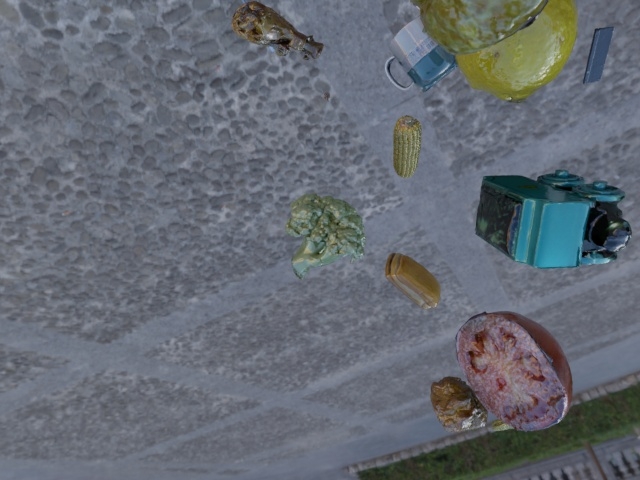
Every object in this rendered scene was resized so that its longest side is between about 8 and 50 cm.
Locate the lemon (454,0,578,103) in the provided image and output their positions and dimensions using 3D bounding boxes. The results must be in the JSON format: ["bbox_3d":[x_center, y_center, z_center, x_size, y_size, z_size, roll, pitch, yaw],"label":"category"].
[{"bbox_3d":[0.573,-0.601,1.438,0.349,0.350,0.388,-16,107,2],"label":"lemon"}]

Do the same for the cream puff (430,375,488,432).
[{"bbox_3d":[0.277,0.326,0.963,0.094,0.122,0.116,-27,-172,17],"label":"cream puff"}]

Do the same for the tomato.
[{"bbox_3d":[0.347,0.216,0.857,0.085,0.225,0.225,-21,152,-26],"label":"tomato"}]

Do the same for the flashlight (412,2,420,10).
[{"bbox_3d":[0.214,-0.556,1.113,0.110,0.052,0.031,11,129,-48],"label":"flashlight"}]

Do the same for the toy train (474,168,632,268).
[{"bbox_3d":[0.295,-0.031,0.637,0.154,0.198,0.107,-3,109,-8],"label":"toy train"}]

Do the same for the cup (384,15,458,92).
[{"bbox_3d":[0.406,-0.758,2.006,0.289,0.258,0.219,-35,-178,29],"label":"cup"}]

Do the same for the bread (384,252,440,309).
[{"bbox_3d":[0.289,0.121,1.510,0.200,0.116,0.077,39,138,-16],"label":"bread"}]

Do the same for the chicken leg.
[{"bbox_3d":[-0.092,-0.456,1.069,0.207,0.101,0.085,19,108,-13],"label":"chicken leg"}]

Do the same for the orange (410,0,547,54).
[{"bbox_3d":[0.217,-0.466,0.713,0.210,0.369,0.271,6,175,-15],"label":"orange"}]

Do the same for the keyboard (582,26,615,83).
[{"bbox_3d":[0.913,-0.608,1.599,0.060,0.018,0.196,-5,139,10],"label":"keyboard"}]

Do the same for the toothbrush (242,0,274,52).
[{"bbox_3d":[-0.182,-0.619,1.371,0.013,0.019,0.193,-35,131,-1],"label":"toothbrush"}]

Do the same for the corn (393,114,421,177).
[{"bbox_3d":[0.244,-0.264,1.377,0.080,0.080,0.238,-14,152,-1],"label":"corn"}]

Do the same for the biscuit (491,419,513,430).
[{"bbox_3d":[0.480,0.467,1.239,0.083,0.023,0.084,-6,149,-4],"label":"biscuit"}]

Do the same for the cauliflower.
[{"bbox_3d":[0.003,-0.021,1.584,0.281,0.327,0.260,-43,137,-14],"label":"cauliflower"}]

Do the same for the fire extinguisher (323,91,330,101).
[{"bbox_3d":[0.024,-0.515,1.742,0.022,0.083,0.028,-26,110,12],"label":"fire extinguisher"}]
